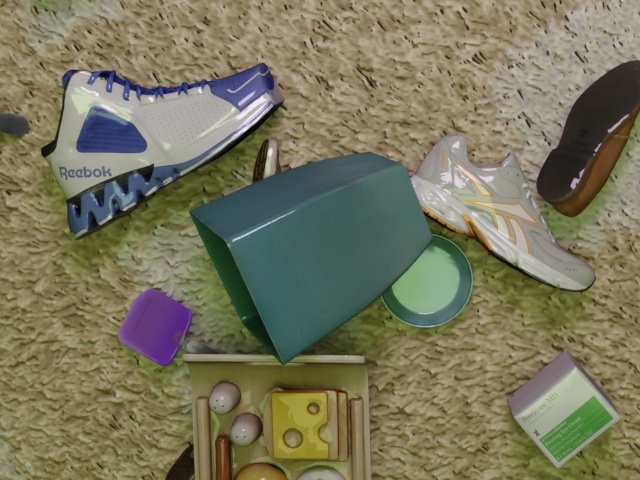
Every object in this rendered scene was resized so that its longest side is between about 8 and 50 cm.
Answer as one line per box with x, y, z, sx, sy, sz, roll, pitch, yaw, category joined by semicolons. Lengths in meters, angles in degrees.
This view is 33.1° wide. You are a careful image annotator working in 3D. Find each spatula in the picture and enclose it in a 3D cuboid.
-0.121;0.152;1.352;0.296;0.030;0.084;26;90;12;spatula

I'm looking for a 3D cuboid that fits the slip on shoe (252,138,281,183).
-0.060;-0.059;1.348;0.041;0.051;0.136;3;95;-20;slip on shoe

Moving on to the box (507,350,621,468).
0.297;0.206;1.323;0.101;0.102;0.087;-41;90;8;box

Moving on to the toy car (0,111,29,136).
-0.467;-0.159;1.345;0.188;0.149;0.155;32;102;-29;toy car

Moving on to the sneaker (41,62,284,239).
-0.216;-0.152;1.308;0.315;0.127;0.182;-31;95;8;sneaker

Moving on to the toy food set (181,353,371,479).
-0.051;0.283;1.275;0.219;0.092;0.306;-1;96;6;toy food set

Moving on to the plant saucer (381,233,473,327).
0.132;0.050;1.358;0.119;0.021;0.119;0;96;3;plant saucer

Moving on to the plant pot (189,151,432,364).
0.000;0.000;1.274;0.234;0.165;0.166;-28;111;-13;plant pot

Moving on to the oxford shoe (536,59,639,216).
0.340;-0.124;1.312;0.076;0.076;0.212;31;85;44;oxford shoe

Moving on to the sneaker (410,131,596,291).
0.233;-0.036;1.309;0.262;0.099;0.121;32;92;-1;sneaker

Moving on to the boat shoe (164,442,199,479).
-0.116;0.260;1.381;0.190;0.068;0.072;-48;126;-2;boat shoe
